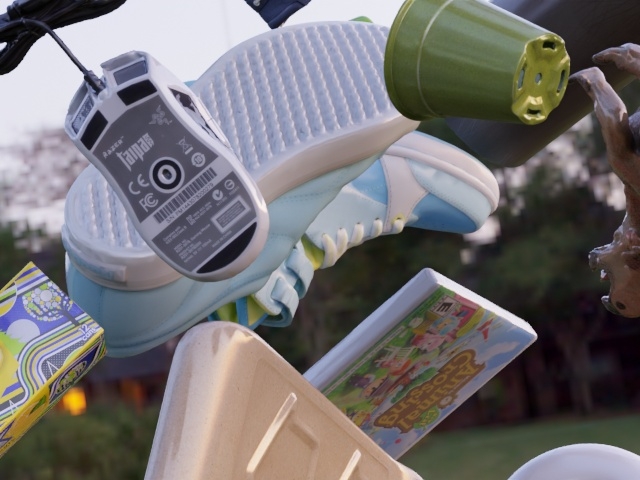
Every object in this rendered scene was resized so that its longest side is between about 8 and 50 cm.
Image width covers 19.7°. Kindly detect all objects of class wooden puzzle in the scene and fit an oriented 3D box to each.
[{"bbox_3d":[-0.046,0.261,1.272,0.080,0.322,0.348,-1,-24,29],"label":"wooden puzzle"}]

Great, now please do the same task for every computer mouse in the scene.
[{"bbox_3d":[-0.098,-0.060,0.985,0.106,0.193,0.042,-38,-2,13],"label":"computer mouse"}]

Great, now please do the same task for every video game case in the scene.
[{"bbox_3d":[0.059,0.120,1.525,0.212,0.023,0.193,-42,-32,13],"label":"video game case"}]

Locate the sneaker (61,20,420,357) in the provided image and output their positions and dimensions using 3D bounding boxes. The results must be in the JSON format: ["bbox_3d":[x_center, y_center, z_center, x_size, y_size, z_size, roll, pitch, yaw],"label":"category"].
[{"bbox_3d":[-0.054,-0.041,1.361,0.366,0.135,0.150,-32,-30,-35],"label":"sneaker"}]

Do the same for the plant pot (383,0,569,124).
[{"bbox_3d":[0.091,-0.097,1.010,0.079,0.083,0.083,22,15,40],"label":"plant pot"}]

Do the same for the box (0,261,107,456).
[{"bbox_3d":[-0.193,0.093,0.984,0.169,0.059,0.054,-45,-9,-14],"label":"box"}]

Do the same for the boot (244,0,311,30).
[{"bbox_3d":[-0.012,-0.318,2.015,0.190,0.086,0.069,-41,5,25],"label":"boot"}]

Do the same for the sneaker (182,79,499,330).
[{"bbox_3d":[0.000,0.000,1.575,0.319,0.208,0.127,13,-18,-20],"label":"sneaker"}]

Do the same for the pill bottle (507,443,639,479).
[{"bbox_3d":[0.254,0.324,1.676,0.181,0.181,0.323,-10,-31,8],"label":"pill bottle"}]

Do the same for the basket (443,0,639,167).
[{"bbox_3d":[0.214,-0.181,1.635,0.227,0.154,0.204,-42,2,30],"label":"basket"}]

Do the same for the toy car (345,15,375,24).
[{"bbox_3d":[0.015,-0.099,1.808,0.155,0.188,0.149,-24,34,-17],"label":"toy car"}]

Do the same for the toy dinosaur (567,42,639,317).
[{"bbox_3d":[0.274,-0.053,1.297,0.127,0.200,0.295,-23,-4,-12],"label":"toy dinosaur"}]
